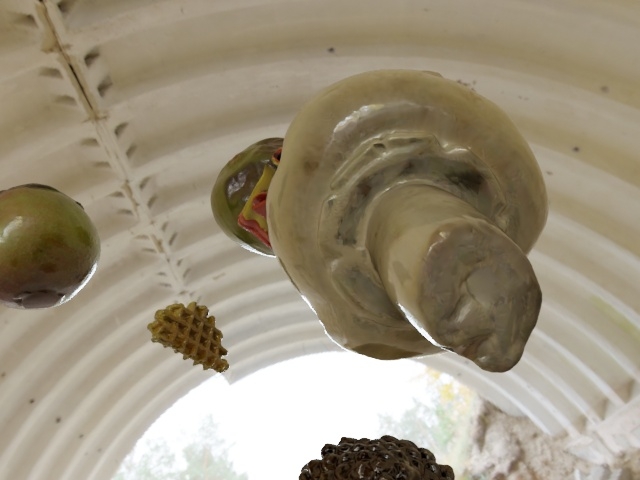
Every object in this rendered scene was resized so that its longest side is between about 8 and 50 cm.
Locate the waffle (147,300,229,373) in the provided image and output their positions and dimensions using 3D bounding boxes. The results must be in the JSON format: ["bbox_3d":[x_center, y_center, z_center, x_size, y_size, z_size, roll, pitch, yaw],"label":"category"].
[{"bbox_3d":[-0.264,0.204,1.160,0.046,0.160,0.192,-20,-9,29],"label":"waffle"}]

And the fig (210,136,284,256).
[{"bbox_3d":[-0.084,-0.069,1.172,0.239,0.239,0.271,-35,-73,13],"label":"fig"}]

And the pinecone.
[{"bbox_3d":[0.071,0.417,0.799,0.246,0.246,0.292,-20,-53,-28],"label":"pinecone"}]

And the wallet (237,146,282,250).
[{"bbox_3d":[0.000,0.000,0.793,0.141,0.241,0.067,-53,-1,41],"label":"wallet"}]

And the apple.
[{"bbox_3d":[-0.464,0.017,0.948,0.188,0.174,0.207,34,-105,-42],"label":"apple"}]

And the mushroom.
[{"bbox_3d":[0.099,-0.012,0.555,0.314,0.336,0.314,-2,-75,-9],"label":"mushroom"}]
